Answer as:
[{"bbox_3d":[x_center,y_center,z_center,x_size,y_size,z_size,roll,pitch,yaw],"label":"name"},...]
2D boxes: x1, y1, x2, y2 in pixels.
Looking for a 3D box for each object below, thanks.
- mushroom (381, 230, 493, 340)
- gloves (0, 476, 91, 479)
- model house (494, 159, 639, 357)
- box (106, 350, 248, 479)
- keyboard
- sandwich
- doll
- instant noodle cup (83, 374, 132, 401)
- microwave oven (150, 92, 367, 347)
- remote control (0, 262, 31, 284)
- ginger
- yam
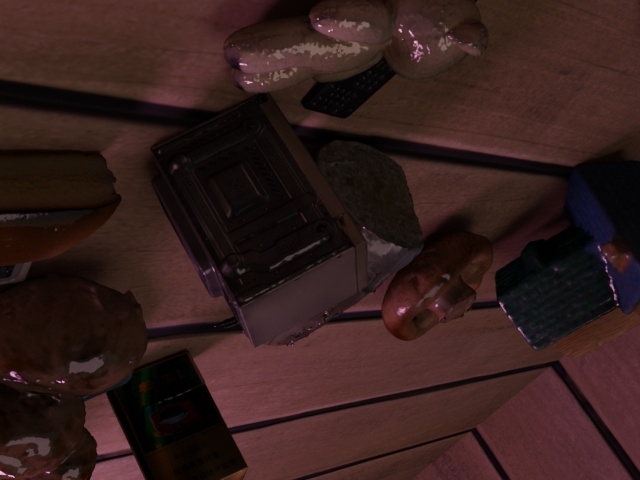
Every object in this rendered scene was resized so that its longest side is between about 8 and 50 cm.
[{"bbox_3d":[0.228,0.087,1.748,0.278,0.146,0.278,-35,156,-19],"label":"mushroom"},{"bbox_3d":[-0.494,0.305,1.287,0.356,0.203,0.155,9,95,-48],"label":"gloves"},{"bbox_3d":[0.568,0.036,1.886,0.382,0.334,0.343,-38,144,24],"label":"model house"},{"bbox_3d":[-0.245,0.319,1.510,0.159,0.240,0.071,-21,153,-24],"label":"box"},{"bbox_3d":[0.129,-0.278,1.095,0.103,0.041,0.381,4,137,-51],"label":"keyboard"},{"bbox_3d":[-0.336,-0.033,0.947,0.258,0.094,0.096,-6,140,-41],"label":"sandwich"},{"bbox_3d":[0.030,-0.233,0.981,0.278,0.175,0.149,-14,113,-4],"label":"doll"},{"bbox_3d":[-0.367,0.177,1.317,0.157,0.070,0.179,-24,154,-14],"label":"instant noodle cup"},{"bbox_3d":[-0.079,-0.024,1.082,0.194,0.240,0.145,-26,155,-13],"label":"microwave oven"},{"bbox_3d":[-0.421,0.027,1.033,0.190,0.029,0.087,-7,145,-41],"label":"remote control"},{"bbox_3d":[-0.362,0.193,1.162,0.244,0.155,0.304,10,109,-34],"label":"ginger"},{"bbox_3d":[-0.016,0.006,1.285,0.201,0.202,0.271,22,126,-34],"label":"yam"}]
